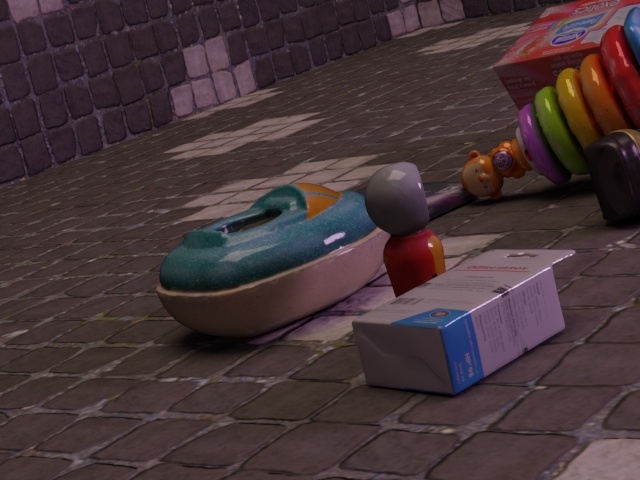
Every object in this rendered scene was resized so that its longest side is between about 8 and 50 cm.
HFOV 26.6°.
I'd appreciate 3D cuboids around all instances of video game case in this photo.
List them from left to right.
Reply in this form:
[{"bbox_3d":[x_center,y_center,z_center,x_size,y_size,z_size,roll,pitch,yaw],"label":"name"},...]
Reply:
[{"bbox_3d":[0.037,-0.022,1.685,0.274,0.026,0.196,-23,15,-38],"label":"video game case"}]

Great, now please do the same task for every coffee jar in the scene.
[{"bbox_3d":[0.372,-0.085,1.428,0.184,0.096,0.079,-18,2,-16],"label":"coffee jar"}]

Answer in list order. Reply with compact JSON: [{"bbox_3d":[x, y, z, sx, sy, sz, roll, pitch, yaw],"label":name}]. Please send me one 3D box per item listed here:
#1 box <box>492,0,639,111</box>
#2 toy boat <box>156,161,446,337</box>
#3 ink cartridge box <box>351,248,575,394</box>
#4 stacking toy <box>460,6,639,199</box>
[{"bbox_3d":[0.408,-0.245,1.858,0.154,0.142,0.300,-47,23,-28],"label":"box"},{"bbox_3d":[0.000,0.000,1.342,0.267,0.148,0.318,-24,16,-40],"label":"toy boat"},{"bbox_3d":[0.128,0.064,1.125,0.180,0.060,0.104,-24,15,-38],"label":"ink cartridge box"},{"bbox_3d":[0.296,-0.133,1.608,0.302,0.175,0.166,-27,9,23],"label":"stacking toy"}]
